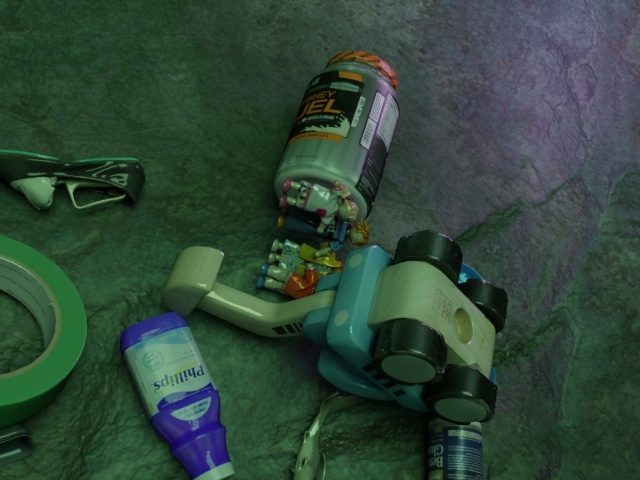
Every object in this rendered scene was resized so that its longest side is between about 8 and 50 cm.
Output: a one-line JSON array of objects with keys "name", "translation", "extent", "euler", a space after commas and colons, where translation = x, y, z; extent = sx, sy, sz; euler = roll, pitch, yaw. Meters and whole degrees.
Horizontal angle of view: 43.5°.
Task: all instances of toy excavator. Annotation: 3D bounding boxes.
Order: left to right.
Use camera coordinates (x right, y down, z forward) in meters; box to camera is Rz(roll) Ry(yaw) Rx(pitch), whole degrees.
[{"name": "toy excavator", "translation": [0.019, 0.136, 1.313], "extent": [0.433, 0.445, 0.222], "euler": [42, 47, -33]}]

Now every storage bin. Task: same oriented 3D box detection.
[{"name": "storage bin", "translation": [-0.511, 0.285, 1.196], "extent": [0.135, 0.098, 0.091], "euler": [-17, 60, -24]}]

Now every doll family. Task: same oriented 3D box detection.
[{"name": "doll family", "translation": [0.000, 0.000, 1.441], "extent": [0.163, 0.263, 0.118], "euler": [18, 21, 6]}]

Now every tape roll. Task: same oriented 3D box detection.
[{"name": "tape roll", "translation": [-0.520, 0.128, 1.208], "extent": [0.321, 0.077, 0.321], "euler": [22, 39, -19]}]

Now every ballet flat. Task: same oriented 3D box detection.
[{"name": "ballet flat", "translation": [-0.449, -0.103, 1.405], "extent": [0.281, 0.095, 0.096], "euler": [1, 76, -16]}]

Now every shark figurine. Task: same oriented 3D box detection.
[{"name": "shark figurine", "translation": [0.009, 0.388, 1.316], "extent": [0.116, 0.166, 0.278], "euler": [34, 38, -28]}]

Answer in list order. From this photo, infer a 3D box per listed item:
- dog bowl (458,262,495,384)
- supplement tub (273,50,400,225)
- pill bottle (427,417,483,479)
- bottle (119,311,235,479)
[{"name": "dog bowl", "translation": [0.228, 0.182, 1.479], "extent": [0.166, 0.074, 0.297], "euler": [10, 62, -12]}, {"name": "supplement tub", "translation": [0.041, -0.199, 1.541], "extent": [0.194, 0.193, 0.316], "euler": [21, 60, -6]}, {"name": "pill bottle", "translation": [0.228, 0.392, 1.363], "extent": [0.094, 0.094, 0.169], "euler": [11, 62, -12]}, {"name": "bottle", "translation": [-0.224, 0.259, 1.291], "extent": [0.118, 0.092, 0.282], "euler": [-18, 71, -26]}]
